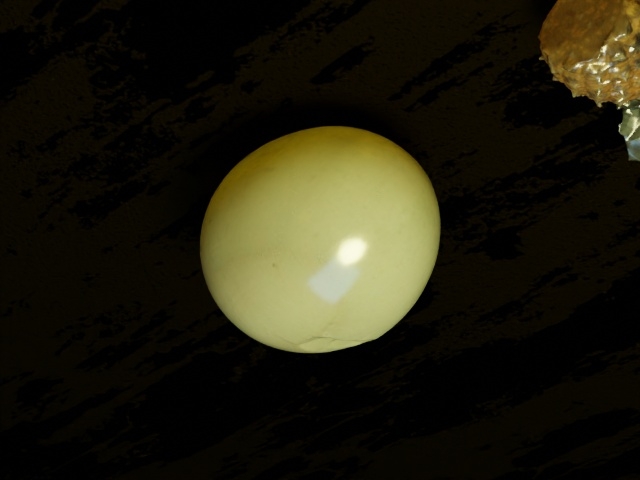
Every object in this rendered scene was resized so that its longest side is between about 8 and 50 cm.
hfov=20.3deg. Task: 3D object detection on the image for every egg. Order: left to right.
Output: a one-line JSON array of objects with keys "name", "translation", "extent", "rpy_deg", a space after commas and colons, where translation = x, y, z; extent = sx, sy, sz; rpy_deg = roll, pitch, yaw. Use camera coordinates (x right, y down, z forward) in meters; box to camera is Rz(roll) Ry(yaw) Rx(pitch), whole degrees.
[{"name": "egg", "translation": [0.000, 0.000, 1.743], "extent": [0.219, 0.219, 0.269], "rpy_deg": [24, 156, -28]}]

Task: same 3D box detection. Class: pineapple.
[{"name": "pineapple", "translation": [0.292, -0.146, 1.610], "extent": [0.119, 0.111, 0.237], "rpy_deg": [14, 167, 45]}]
